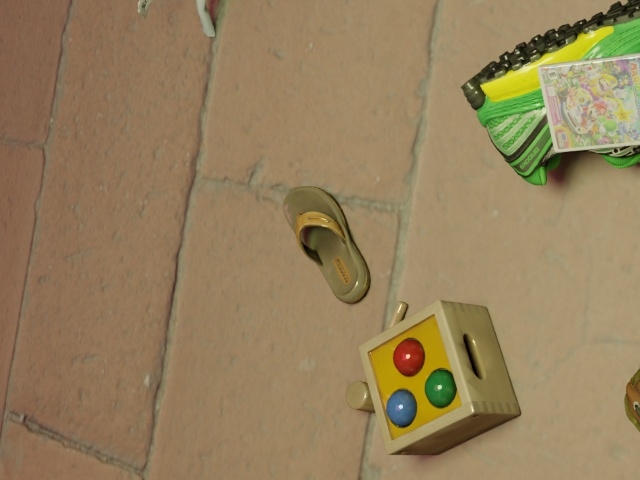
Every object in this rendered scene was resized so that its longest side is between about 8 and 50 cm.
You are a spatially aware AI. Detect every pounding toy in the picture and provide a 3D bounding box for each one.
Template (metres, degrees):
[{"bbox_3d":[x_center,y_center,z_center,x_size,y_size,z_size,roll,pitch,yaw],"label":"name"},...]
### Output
[{"bbox_3d":[0.089,0.142,1.383,0.206,0.094,0.181,-34,60,36],"label":"pounding toy"}]

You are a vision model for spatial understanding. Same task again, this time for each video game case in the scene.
[{"bbox_3d":[0.267,-0.127,1.161,0.122,0.011,0.087,-4,116,28],"label":"video game case"}]

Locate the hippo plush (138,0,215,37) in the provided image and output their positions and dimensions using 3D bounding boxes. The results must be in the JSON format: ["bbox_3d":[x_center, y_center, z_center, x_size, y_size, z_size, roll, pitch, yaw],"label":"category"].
[{"bbox_3d":[-0.146,-0.432,1.611,0.236,0.234,0.294,11,90,52],"label":"hippo plush"}]

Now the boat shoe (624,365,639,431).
[{"bbox_3d":[0.369,0.218,1.085,0.104,0.110,0.307,-53,40,30],"label":"boat shoe"}]

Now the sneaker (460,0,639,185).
[{"bbox_3d":[0.315,-0.161,1.209,0.343,0.134,0.146,-21,105,35],"label":"sneaker"}]

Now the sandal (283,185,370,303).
[{"bbox_3d":[0.000,0.000,1.531,0.072,0.049,0.180,-49,52,28],"label":"sandal"}]
